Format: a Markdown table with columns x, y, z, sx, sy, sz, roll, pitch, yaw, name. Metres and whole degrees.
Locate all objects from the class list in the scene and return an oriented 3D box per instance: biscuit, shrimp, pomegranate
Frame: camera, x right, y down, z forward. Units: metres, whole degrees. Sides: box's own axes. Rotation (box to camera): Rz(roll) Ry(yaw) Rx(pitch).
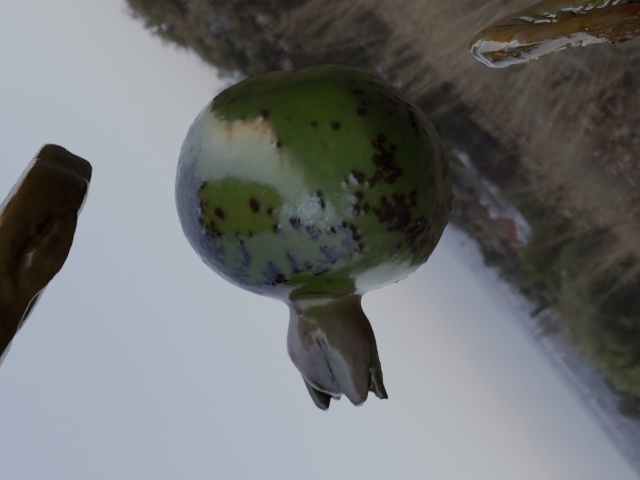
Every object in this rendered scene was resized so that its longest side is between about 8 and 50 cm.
| x | y | z | sx | sy | sz | roll | pitch | yaw | name |
| --- | --- | --- | --- | --- | --- | --- | --- | --- | --- |
| -0.287 | 0.100 | 0.694 | 0.074 | 0.359 | 0.381 | 30 | -131 | -18 | biscuit |
| 0.284 | -0.226 | 0.928 | 0.152 | 0.287 | 0.063 | -43 | -62 | -62 | shrimp |
| 0.000 | 0.000 | 0.942 | 0.285 | 0.285 | 0.340 | 14 | -109 | -78 | pomegranate |
